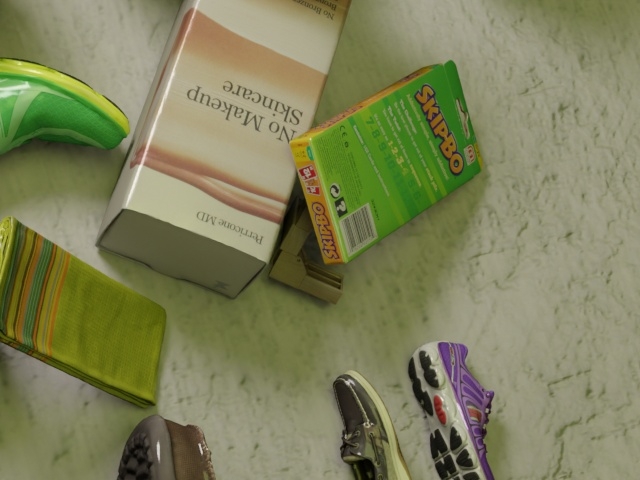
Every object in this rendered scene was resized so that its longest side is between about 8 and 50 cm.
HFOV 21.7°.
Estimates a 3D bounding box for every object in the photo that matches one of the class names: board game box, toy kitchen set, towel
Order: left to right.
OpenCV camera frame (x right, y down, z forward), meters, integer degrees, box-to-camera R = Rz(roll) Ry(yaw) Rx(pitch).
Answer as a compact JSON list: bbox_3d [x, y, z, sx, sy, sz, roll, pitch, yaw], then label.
[{"bbox_3d":[-0.210,0.068,1.473,0.237,0.021,0.102,36,57,-52],"label":"towel"},{"bbox_3d":[0.000,0.000,1.626,0.075,0.083,0.068,24,25,-10],"label":"toy kitchen set"},{"bbox_3d":[0.071,-0.082,1.625,0.259,0.039,0.124,-31,111,-45],"label":"board game box"}]

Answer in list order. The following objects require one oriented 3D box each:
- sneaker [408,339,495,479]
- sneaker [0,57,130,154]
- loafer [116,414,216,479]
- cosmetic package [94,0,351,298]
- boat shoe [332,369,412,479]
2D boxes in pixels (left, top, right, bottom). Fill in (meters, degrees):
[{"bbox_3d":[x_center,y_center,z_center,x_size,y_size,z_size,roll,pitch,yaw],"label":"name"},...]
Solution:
[{"bbox_3d":[0.144,0.175,1.616,0.071,0.068,0.170,-8,75,-27],"label":"sneaker"},{"bbox_3d":[-0.325,-0.113,1.547,0.295,0.109,0.123,8,93,-18],"label":"sneaker"},{"bbox_3d":[-0.076,0.322,1.469,0.130,0.134,0.366,-17,88,-27],"label":"loafer"},{"bbox_3d":[-0.091,-0.115,1.596,0.153,0.129,0.296,20,68,-12],"label":"cosmetic package"},{"bbox_3d":[0.044,0.197,1.579,0.049,0.056,0.152,-20,80,-28],"label":"boat shoe"}]
